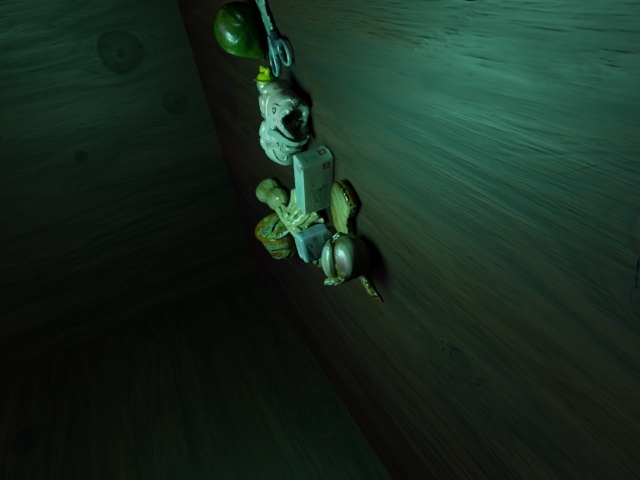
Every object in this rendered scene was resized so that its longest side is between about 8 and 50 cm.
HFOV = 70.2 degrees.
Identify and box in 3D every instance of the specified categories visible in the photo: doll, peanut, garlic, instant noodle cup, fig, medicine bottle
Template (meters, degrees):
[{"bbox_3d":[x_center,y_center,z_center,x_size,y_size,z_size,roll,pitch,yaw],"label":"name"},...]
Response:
[{"bbox_3d":[-0.218,-0.610,1.917,0.135,0.098,0.241,-96,0,-51],"label":"doll"},{"bbox_3d":[-0.252,-0.244,2.434,0.313,0.149,0.149,44,152,53],"label":"peanut"},{"bbox_3d":[0.112,0.066,1.654,0.160,0.214,0.191,5,93,41],"label":"garlic"},{"bbox_3d":[-0.227,-0.016,2.524,0.230,0.230,0.182,49,164,48],"label":"instant noodle cup"},{"bbox_3d":[-0.299,-0.818,1.806,0.244,0.195,0.195,36,171,-17],"label":"fig"},{"bbox_3d":[0.000,0.000,1.847,0.094,0.187,0.119,37,145,60],"label":"medicine bottle"}]

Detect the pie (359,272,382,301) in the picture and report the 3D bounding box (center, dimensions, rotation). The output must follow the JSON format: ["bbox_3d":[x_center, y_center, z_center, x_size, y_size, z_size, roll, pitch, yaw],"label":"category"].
[{"bbox_3d":[0.179,0.168,1.780,0.191,0.033,0.088,62,167,17],"label":"pie"}]

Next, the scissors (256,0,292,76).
[{"bbox_3d":[-0.201,-0.821,1.701,0.384,0.029,0.256,70,166,-12],"label":"scissors"}]

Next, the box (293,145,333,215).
[{"bbox_3d":[-0.026,-0.225,1.734,0.079,0.134,0.269,57,160,34],"label":"box"}]

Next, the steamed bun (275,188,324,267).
[{"bbox_3d":[-0.075,-0.098,2.042,0.247,0.189,0.428,42,-173,-39],"label":"steamed bun"}]

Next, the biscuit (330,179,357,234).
[{"bbox_3d":[0.085,-0.105,1.699,0.154,0.045,0.299,56,161,31],"label":"biscuit"}]

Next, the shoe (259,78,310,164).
[{"bbox_3d":[-0.132,-0.422,1.755,0.198,0.171,0.351,49,157,41],"label":"shoe"}]
